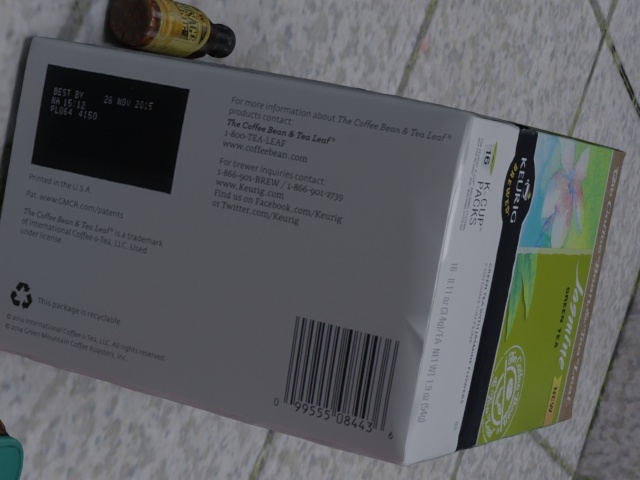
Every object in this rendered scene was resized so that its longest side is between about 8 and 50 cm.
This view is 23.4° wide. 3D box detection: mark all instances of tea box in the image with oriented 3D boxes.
[{"bbox_3d":[0.000,0.000,1.092,0.323,0.329,0.220,0,102,-62],"label":"tea box"}]

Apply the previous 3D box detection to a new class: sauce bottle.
[{"bbox_3d":[-0.105,-0.155,1.137,0.128,0.042,0.042,-3,104,-64],"label":"sauce bottle"}]

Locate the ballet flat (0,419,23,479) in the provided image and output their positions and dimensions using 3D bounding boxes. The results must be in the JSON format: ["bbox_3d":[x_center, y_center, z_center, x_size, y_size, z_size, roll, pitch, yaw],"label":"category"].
[{"bbox_3d":[-0.286,0.129,0.821,0.342,0.124,0.116,-6,114,-73],"label":"ballet flat"}]
